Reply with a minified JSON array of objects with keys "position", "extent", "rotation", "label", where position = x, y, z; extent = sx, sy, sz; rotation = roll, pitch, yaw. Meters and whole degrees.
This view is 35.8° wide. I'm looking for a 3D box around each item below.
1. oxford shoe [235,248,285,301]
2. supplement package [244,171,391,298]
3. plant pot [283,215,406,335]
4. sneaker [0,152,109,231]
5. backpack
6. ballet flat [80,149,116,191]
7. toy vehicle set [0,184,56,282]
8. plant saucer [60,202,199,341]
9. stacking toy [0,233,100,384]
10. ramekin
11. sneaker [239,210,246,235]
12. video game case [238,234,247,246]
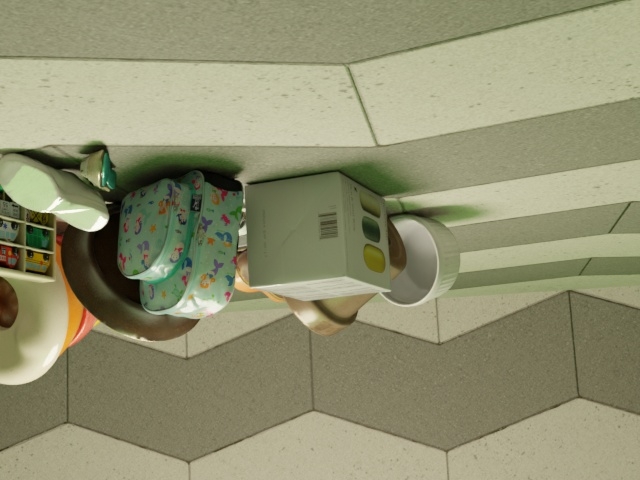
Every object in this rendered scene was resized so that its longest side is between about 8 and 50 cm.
[{"position":[-0.092,0.079,2.558],"extent":[0.133,0.130,0.364],"rotation":[-21,167,26],"label":"oxford shoe"},{"position":[0.000,0.000,1.924],"extent":[0.198,0.199,0.263],"rotation":[-8,169,21],"label":"supplement package"},{"position":[0.055,0.047,2.158],"extent":[0.229,0.263,0.263],"rotation":[-28,159,26],"label":"plant pot"},{"position":[-0.450,-0.095,1.659],"extent":[0.080,0.094,0.212],"rotation":[-37,134,20],"label":"sneaker"},{"position":[-0.249,0.012,1.778],"extent":[0.191,0.253,0.225],"rotation":[6,167,-39],"label":"backpack"},{"position":[-0.371,-0.112,1.630],"extent":[0.052,0.057,0.168],"rotation":[8,168,-4],"label":"ballet flat"},{"position":[-0.564,-0.022,1.754],"extent":[0.035,0.166,0.267],"rotation":[-7,169,21],"label":"toy vehicle set"},{"position":[-0.341,0.046,1.894],"extent":[0.311,0.310,0.050],"rotation":[6,142,-41],"label":"plant saucer"},{"position":[-0.566,0.105,2.224],"extent":[0.351,0.350,0.480],"rotation":[-9,-178,30],"label":"stacking toy"},{"position":[0.216,0.041,2.225],"extent":[0.207,0.207,0.109],"rotation":[-13,175,43],"label":"ramekin"},{"position":[-0.235,-0.042,2.048],"extent":[0.178,0.072,0.077],"rotation":[-13,156,12],"label":"sneaker"},{"position":[-0.223,0.016,2.311],"extent":[0.204,0.025,0.285],"rotation":[-12,179,-43],"label":"video game case"}]
